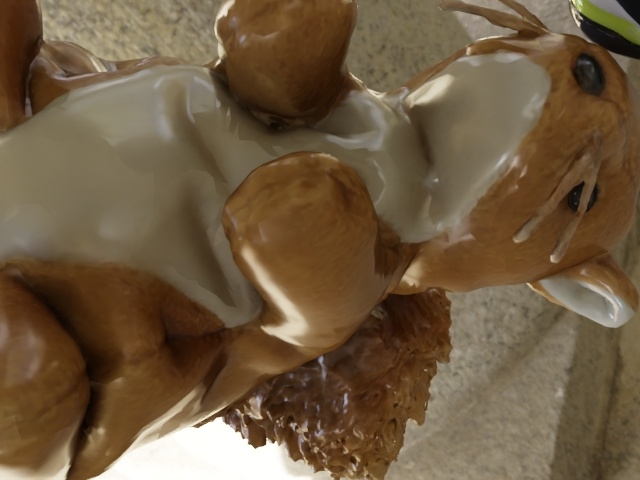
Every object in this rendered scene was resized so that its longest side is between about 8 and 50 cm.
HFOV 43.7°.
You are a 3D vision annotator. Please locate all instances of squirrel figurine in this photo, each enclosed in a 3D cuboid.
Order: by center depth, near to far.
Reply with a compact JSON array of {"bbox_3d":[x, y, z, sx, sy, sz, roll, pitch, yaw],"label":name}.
[{"bbox_3d":[0.000,0.000,0.514,0.371,0.397,0.281,-13,61,-9],"label":"squirrel figurine"}]

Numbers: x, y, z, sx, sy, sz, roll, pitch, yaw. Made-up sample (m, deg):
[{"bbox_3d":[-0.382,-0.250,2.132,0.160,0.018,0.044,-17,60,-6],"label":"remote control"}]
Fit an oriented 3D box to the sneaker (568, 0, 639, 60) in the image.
[{"bbox_3d":[0.233,-0.124,0.388,0.235,0.097,0.084,15,62,19],"label":"sneaker"}]
